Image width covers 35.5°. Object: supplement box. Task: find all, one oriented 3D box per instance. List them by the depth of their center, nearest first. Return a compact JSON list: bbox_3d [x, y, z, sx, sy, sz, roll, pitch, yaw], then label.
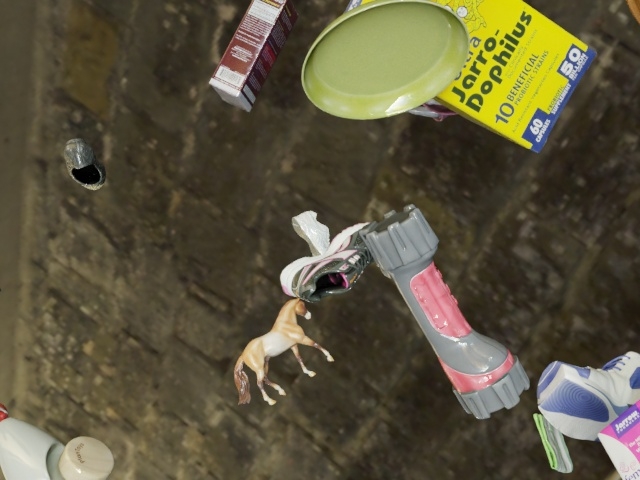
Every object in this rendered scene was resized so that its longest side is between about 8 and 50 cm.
[{"bbox_3d":[0.527,0.352,1.481,0.114,0.220,0.111,24,119,-34],"label":"supplement box"},{"bbox_3d":[0.232,-0.316,1.624,0.356,0.195,0.194,23,100,-32],"label":"supplement box"},{"bbox_3d":[-0.137,-0.403,2.102,0.239,0.073,0.130,-63,170,-4],"label":"supplement box"}]

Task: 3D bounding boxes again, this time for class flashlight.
[{"bbox_3d":[0.174,0.095,1.364,0.103,0.304,0.103,-32,-166,-9],"label":"flashlight"}]

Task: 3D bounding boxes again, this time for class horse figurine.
[{"bbox_3d":[-0.099,0.261,2.280,0.263,0.174,0.066,-34,174,-17],"label":"horse figurine"}]

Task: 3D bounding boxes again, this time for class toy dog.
[{"bbox_3d":[-0.494,0.336,1.544,0.161,0.334,0.220,-43,149,-67],"label":"toy dog"}]

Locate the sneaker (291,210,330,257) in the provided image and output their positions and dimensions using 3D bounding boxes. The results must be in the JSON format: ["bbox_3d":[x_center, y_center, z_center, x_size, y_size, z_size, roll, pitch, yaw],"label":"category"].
[{"bbox_3d":[0.000,0.000,2.232,0.061,0.152,0.054,-30,176,-23],"label":"sneaker"}]

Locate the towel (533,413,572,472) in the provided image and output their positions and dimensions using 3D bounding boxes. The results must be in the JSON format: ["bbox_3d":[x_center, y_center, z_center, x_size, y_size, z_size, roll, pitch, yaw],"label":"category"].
[{"bbox_3d":[0.455,0.393,1.941,0.023,0.113,0.152,-24,158,16],"label":"towel"}]

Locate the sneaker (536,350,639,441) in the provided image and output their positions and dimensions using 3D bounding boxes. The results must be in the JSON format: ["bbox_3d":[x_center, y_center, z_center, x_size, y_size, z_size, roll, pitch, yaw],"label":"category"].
[{"bbox_3d":[0.551,0.293,1.928,0.127,0.315,0.182,-54,-160,34],"label":"sneaker"}]

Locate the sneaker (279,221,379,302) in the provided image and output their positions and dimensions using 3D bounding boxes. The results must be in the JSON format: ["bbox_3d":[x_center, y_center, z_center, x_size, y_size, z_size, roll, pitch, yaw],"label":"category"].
[{"bbox_3d":[0.035,0.042,1.453,0.178,0.077,0.072,-33,124,-17],"label":"sneaker"}]

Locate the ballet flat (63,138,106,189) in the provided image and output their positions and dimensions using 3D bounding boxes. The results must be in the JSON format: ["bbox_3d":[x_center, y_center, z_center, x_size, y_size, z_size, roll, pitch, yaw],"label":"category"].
[{"bbox_3d":[-0.376,-0.110,1.588,0.057,0.049,0.173,-10,165,-4],"label":"ballet flat"}]

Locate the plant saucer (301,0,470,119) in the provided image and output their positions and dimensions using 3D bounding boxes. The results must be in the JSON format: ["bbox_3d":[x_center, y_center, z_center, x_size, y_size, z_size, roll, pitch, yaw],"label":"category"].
[{"bbox_3d":[0.088,-0.259,1.400,0.241,0.037,0.241,-11,149,-6],"label":"plant saucer"}]

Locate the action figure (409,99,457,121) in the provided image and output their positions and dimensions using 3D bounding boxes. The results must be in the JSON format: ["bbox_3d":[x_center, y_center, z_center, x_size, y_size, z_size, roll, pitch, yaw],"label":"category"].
[{"bbox_3d":[0.292,-0.362,2.055,0.370,0.276,0.248,-3,108,-67],"label":"action figure"}]

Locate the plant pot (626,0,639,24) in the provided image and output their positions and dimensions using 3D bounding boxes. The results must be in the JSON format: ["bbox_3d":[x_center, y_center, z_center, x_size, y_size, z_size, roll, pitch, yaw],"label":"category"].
[{"bbox_3d":[0.570,-0.386,1.410,0.291,0.291,0.203,-60,175,27],"label":"plant pot"}]
